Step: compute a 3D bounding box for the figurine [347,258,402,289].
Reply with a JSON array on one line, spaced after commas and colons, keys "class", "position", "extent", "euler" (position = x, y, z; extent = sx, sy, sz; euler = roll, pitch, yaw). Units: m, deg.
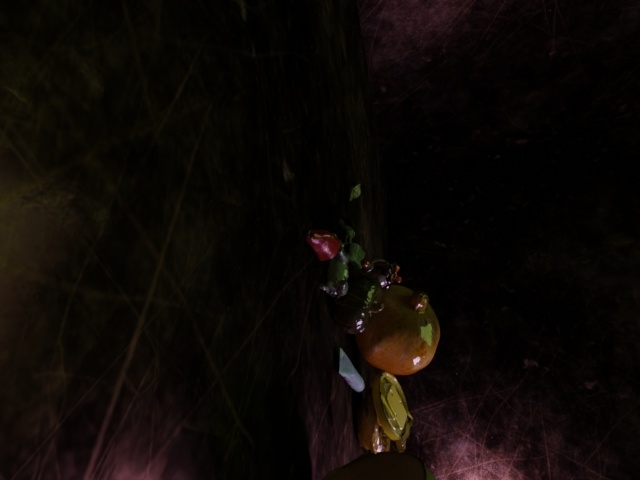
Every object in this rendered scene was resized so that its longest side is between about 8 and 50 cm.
[{"class": "figurine", "position": [0.193, 0.137, 1.547], "extent": [0.160, 0.227, 0.183], "euler": [-54, 139, -70]}]

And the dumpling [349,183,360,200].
[{"class": "dumpling", "position": [0.155, -0.216, 1.826], "extent": [0.052, 0.076, 0.057], "euler": [58, 17, -12]}]

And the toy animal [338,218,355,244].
[{"class": "toy animal", "position": [0.107, -0.025, 1.633], "extent": [0.217, 0.041, 0.074], "euler": [32, 58, -68]}]

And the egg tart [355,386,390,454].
[{"class": "egg tart", "position": [0.219, 0.778, 1.730], "extent": [0.290, 0.116, 0.289], "euler": [-12, 90, -75]}]

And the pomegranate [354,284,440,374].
[{"class": "pomegranate", "position": [0.330, 0.355, 1.708], "extent": [0.410, 0.411, 0.409], "euler": [-3, 90, -76]}]

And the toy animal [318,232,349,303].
[{"class": "toy animal", "position": [0.053, 0.071, 1.298], "extent": [0.169, 0.090, 0.254], "euler": [73, 22, -54]}]

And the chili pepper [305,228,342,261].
[{"class": "chili pepper", "position": [-0.004, 0.003, 1.153], "extent": [0.088, 0.065, 0.169], "euler": [-65, 154, -6]}]

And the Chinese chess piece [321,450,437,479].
[{"class": "Chinese chess piece", "position": [0.125, 0.640, 0.943], "extent": [0.140, 0.339, 0.338], "euler": [67, 14, 2]}]

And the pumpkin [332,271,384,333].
[{"class": "pumpkin", "position": [0.142, 0.213, 1.397], "extent": [0.219, 0.163, 0.218], "euler": [-46, 143, -50]}]

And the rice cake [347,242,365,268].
[{"class": "rice cake", "position": [0.157, 0.068, 1.772], "extent": [0.226, 0.040, 0.084], "euler": [41, 66, -72]}]

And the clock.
[{"class": "clock", "position": [0.292, 0.700, 1.711], "extent": [0.277, 0.071, 0.293], "euler": [-6, 74, -65]}]

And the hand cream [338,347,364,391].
[{"class": "hand cream", "position": [0.113, 0.488, 1.488], "extent": [0.331, 0.058, 0.085], "euler": [67, 26, -54]}]
